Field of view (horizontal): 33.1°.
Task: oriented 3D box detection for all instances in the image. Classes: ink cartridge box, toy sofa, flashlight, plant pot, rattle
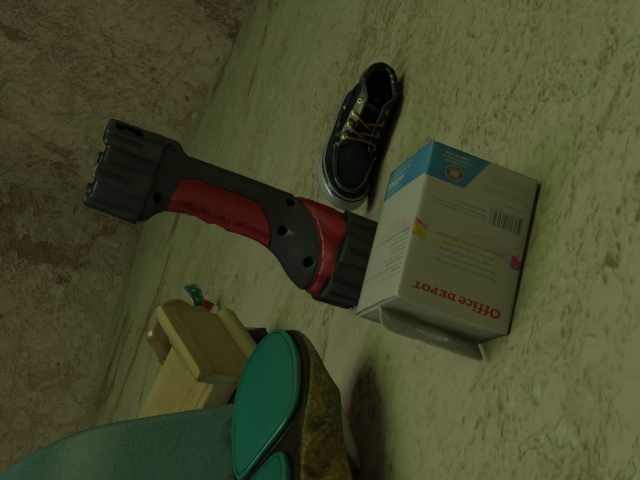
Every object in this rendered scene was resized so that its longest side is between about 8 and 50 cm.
[{"bbox_3d":[0.092,0.015,0.817,0.090,0.092,0.143,146,142,-68],"label":"ink cartridge box"},{"bbox_3d":[-0.181,0.274,1.416,0.362,0.177,0.150,-62,39,18],"label":"toy sofa"},{"bbox_3d":[-0.088,-0.019,1.107,0.103,0.304,0.103,-106,37,-65],"label":"flashlight"},{"bbox_3d":[-0.201,0.326,1.016,0.247,0.252,0.247,-98,8,-61],"label":"plant pot"},{"bbox_3d":[-0.194,0.124,1.801,0.143,0.130,0.200,-45,0,37],"label":"rattle"}]

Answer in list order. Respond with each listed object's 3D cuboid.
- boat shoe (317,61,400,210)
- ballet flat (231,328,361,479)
[{"bbox_3d":[0.045,-0.124,1.239,0.083,0.065,0.183,124,161,-49],"label":"boat shoe"},{"bbox_3d":[-0.013,0.203,0.918,0.348,0.123,0.123,-97,30,-65],"label":"ballet flat"}]
